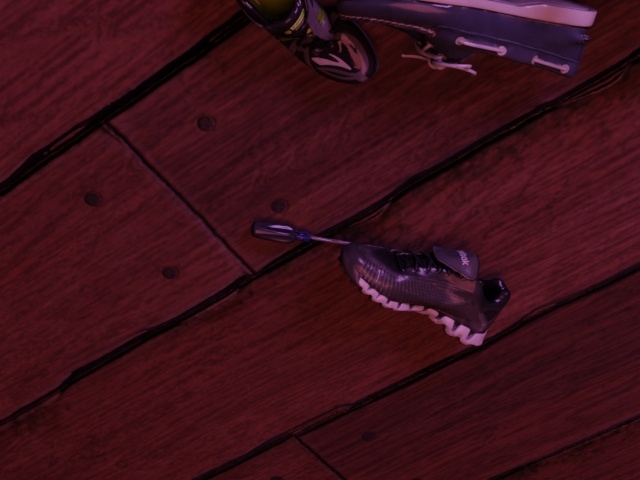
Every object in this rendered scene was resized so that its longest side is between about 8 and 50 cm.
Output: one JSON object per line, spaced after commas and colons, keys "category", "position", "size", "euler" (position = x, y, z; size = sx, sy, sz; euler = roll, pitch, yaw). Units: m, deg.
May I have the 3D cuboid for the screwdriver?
{"category": "screwdriver", "position": [0.000, 0.000, 0.981], "size": [0.169, 0.024, 0.025], "euler": [11, 155, -18]}

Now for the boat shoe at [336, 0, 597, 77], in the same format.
{"category": "boat shoe", "position": [0.136, -0.202, 0.792], "size": [0.254, 0.095, 0.079], "euler": [1, 116, -14]}

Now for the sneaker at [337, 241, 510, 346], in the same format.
{"category": "sneaker", "position": [0.132, 0.042, 0.981], "size": [0.234, 0.078, 0.106], "euler": [27, 118, -25]}

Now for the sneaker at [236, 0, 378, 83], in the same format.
{"category": "sneaker", "position": [-0.024, -0.207, 0.787], "size": [0.188, 0.078, 0.067], "euler": [36, 118, -25]}
